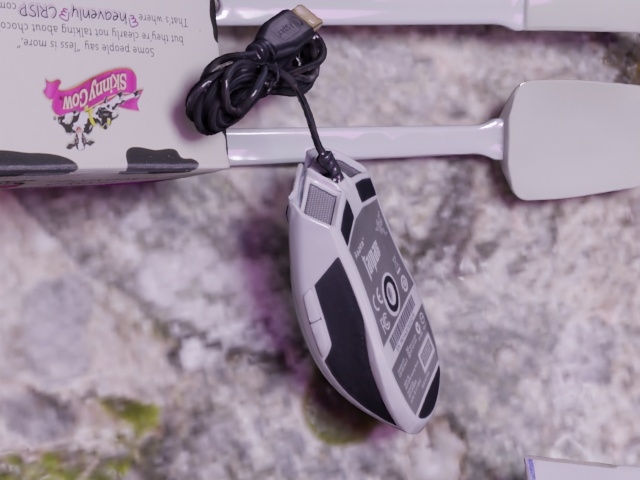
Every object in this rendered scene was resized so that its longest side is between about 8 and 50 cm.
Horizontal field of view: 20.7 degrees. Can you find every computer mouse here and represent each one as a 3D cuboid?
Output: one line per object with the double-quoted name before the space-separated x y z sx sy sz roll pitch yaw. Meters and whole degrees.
"computer mouse" 0.000 0.000 0.742 0.106 0.042 0.193 -58 131 -60

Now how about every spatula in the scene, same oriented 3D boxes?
"spatula" 0.048 -0.100 0.787 0.242 0.019 0.168 -3 101 -19

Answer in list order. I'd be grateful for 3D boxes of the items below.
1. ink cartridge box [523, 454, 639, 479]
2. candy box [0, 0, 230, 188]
"ink cartridge box" 0.188 0.200 0.771 0.208 0.045 0.206 8 56 -20
"candy box" -0.120 -0.137 0.679 0.159 0.071 0.233 -2 87 -51
